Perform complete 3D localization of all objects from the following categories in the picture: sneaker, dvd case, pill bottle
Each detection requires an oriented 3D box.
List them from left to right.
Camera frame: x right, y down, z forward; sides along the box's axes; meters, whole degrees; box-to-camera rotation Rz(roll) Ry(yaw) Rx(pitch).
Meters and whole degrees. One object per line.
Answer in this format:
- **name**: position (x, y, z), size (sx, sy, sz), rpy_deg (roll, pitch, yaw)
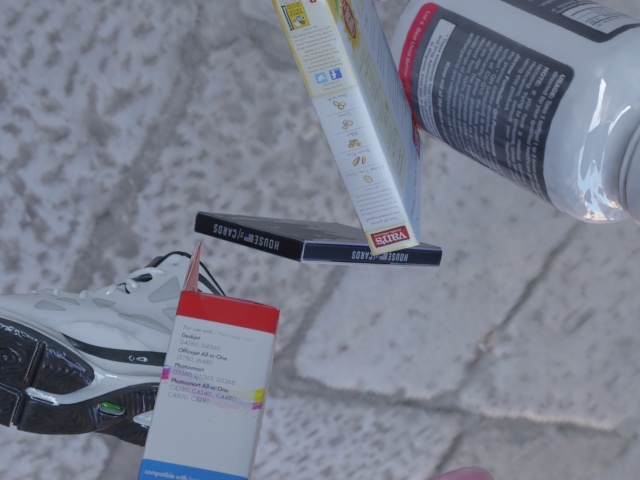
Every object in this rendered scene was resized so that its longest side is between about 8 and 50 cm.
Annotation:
- **sneaker**: position (-0.298, 0.116, 1.737), size (0.448, 0.257, 0.169), rpy_deg (18, 128, -10)
- **dvd case**: position (0.000, 0.000, 1.554), size (0.239, 0.179, 0.029), rpy_deg (5, 97, -46)
- **pill bottle**: position (0.220, -0.121, 1.173), size (0.176, 0.318, 0.176), rpy_deg (-22, 129, -31)

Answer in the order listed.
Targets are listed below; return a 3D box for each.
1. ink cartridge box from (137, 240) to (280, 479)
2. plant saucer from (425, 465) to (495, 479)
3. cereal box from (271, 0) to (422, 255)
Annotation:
- **ink cartridge box**: position (-0.082, 0.132, 0.996), size (0.078, 0.231, 0.134), rpy_deg (11, 147, -1)
- **plant saucer**: position (-0.003, 0.277, 0.903), size (0.332, 0.084, 0.332), rpy_deg (-31, 161, -12)
- **cereal box**: position (0.028, -0.131, 1.082), size (0.047, 0.173, 0.240), rpy_deg (-14, 120, 14)
